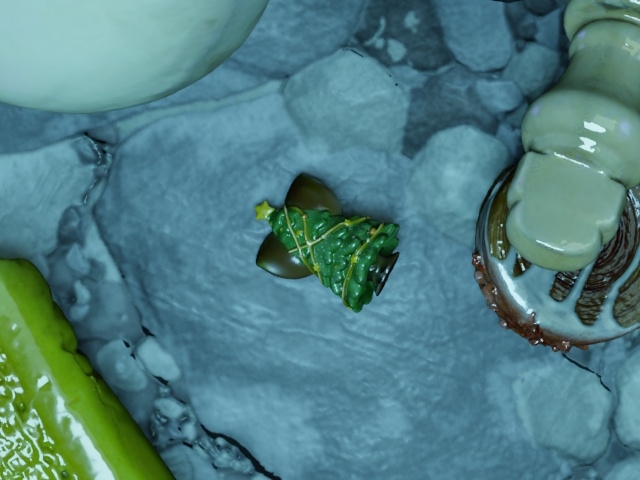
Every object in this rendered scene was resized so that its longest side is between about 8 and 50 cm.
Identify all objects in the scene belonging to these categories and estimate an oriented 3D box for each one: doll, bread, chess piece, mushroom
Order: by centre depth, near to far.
[{"bbox_3d":[-0.185,-0.253,0.846,0.315,0.315,0.356,-19,97,-10],"label":"mushroom"},{"bbox_3d":[-0.181,0.189,0.905,0.166,0.112,0.383,-34,91,-12],"label":"bread"},{"bbox_3d":[0.227,-0.156,0.953,0.117,0.117,0.397,28,69,-7],"label":"chess piece"},{"bbox_3d":[0.003,0.002,0.968,0.113,0.076,0.078,26,91,-6],"label":"doll"},{"bbox_3d":[0.194,0.007,1.002,0.160,0.073,0.160,1,86,-10],"label":"bread"}]

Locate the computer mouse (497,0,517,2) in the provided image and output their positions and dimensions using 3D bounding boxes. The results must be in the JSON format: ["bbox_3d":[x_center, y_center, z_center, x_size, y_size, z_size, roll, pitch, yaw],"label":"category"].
[{"bbox_3d":[0.112,-0.298,1.003,0.138,0.086,0.269,-20,82,-5],"label":"computer mouse"}]
